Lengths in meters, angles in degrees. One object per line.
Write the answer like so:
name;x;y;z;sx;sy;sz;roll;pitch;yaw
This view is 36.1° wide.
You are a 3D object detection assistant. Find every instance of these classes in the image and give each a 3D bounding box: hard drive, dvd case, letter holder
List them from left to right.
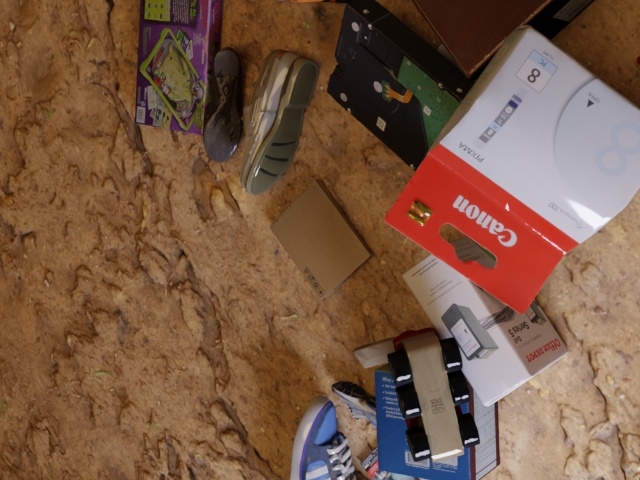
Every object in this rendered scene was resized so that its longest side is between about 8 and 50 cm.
dvd case;0.145;0.481;2.023;0.119;0.013;0.087;48;120;19
hard drive;0.161;-0.263;1.803;0.339;0.064;0.237;45;150;21
letter holder;0.330;-0.450;1.669;0.302;0.152;0.214;-42;72;31

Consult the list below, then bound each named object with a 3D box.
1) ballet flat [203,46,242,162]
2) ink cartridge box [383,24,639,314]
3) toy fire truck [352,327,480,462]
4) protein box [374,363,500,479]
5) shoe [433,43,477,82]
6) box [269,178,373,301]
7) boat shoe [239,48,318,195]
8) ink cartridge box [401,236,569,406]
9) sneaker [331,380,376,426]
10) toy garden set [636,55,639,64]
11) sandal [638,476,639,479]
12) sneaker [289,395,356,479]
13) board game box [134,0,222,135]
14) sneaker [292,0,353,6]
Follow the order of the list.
ballet flat;-0.207;-0.293;2.116;0.084;0.058;0.249;4;108;-2
ink cartridge box;0.336;-0.104;1.597;0.308;0.091;0.385;34;94;-11
toy fire truck;0.162;0.257;1.746;0.159;0.246;0.217;-15;101;-3
protein box;0.223;0.338;1.873;0.200;0.136;0.201;2;99;34
shoe;0.267;-0.289;1.793;0.063;0.081;0.178;-43;101;0
box;0.000;0.000;2.039;0.164;0.021;0.201;-44;73;31
boat shoe;-0.104;-0.245;2.023;0.103;0.113;0.302;29;102;28
ink cartridge box;0.298;0.133;1.752;0.115;0.198;0.272;-39;76;32
sneaker;0.074;0.341;2.027;0.135;0.052;0.058;28;116;28
toy garden set;0.572;-0.284;1.523;0.203;0.049;0.244;-62;35;30
sandal;0.655;0.507;1.624;0.317;0.126;0.138;39;121;24
sneaker;0.060;0.501;2.028;0.236;0.130;0.322;15;102;22
board game box;-0.315;-0.417;2.170;0.208;0.056;0.346;15;106;36
sneaker;-0.069;-0.527;1.904;0.321;0.180;0.124;14;105;32
